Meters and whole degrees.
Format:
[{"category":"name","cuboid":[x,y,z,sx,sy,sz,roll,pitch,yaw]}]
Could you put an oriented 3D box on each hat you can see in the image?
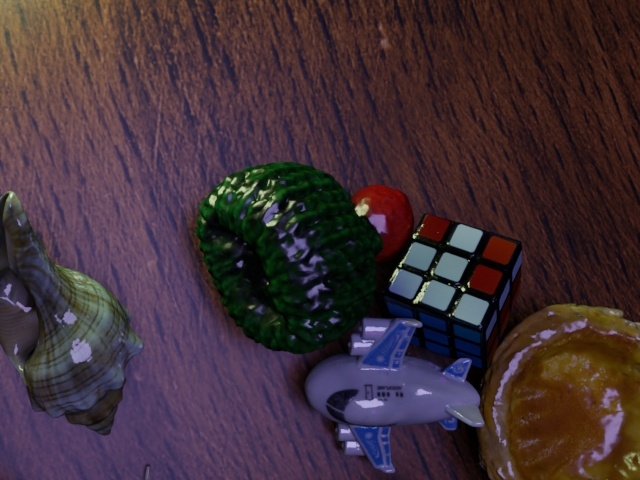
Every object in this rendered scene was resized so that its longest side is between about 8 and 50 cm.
[{"category":"hat","cuboid":[0.000,0.000,1.158,0.332,0.242,0.274,-24,99,-43]}]

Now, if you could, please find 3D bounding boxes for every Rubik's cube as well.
[{"category":"Rubik's cube","cuboid":[0.205,0.080,1.180,0.162,0.160,0.163,21,67,23]}]

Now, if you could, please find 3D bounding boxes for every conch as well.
[{"category":"conch","cuboid":[-0.350,0.108,1.048,0.203,0.169,0.386,-5,105,18]}]

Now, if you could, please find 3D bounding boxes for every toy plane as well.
[{"category":"toy plane","cuboid":[0.109,0.231,1.163,0.267,0.122,0.266,-1,112,-1]}]

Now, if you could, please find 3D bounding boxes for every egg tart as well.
[{"category":"egg tart","cuboid":[0.419,0.287,1.259,0.388,0.169,0.387,1,85,-11]}]

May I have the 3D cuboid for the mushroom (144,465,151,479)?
[{"category":"mushroom","cuboid":[-0.230,0.484,1.119,0.068,0.043,0.306,10,80,-41]}]
